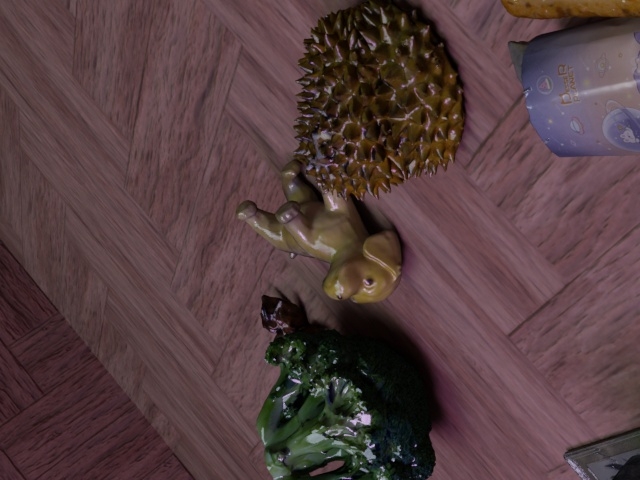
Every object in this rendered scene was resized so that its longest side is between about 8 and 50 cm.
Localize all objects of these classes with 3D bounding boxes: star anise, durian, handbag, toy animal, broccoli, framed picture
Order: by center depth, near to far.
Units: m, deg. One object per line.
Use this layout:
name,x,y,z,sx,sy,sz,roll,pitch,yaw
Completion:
handbag,0.243,-0.127,0.856,0.173,0.095,0.117,0,117,49
durian,0.049,-0.136,1.112,0.183,0.138,0.249,44,147,36
framed picture,0.389,0.289,1.191,0.173,0.010,0.231,50,153,6
toy animal,0.000,-0.007,1.361,0.233,0.121,0.168,25,153,48
broccoli,0.036,0.254,1.480,0.265,0.245,0.294,64,-178,-61
star anise,-0.042,0.152,1.677,0.168,0.057,0.167,29,136,32

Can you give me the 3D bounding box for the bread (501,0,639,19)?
bread,0.216,-0.223,0.782,0.211,0.083,0.114,18,142,49

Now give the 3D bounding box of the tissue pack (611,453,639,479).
tissue pack,0.329,0.353,1.002,0.228,0.316,0.103,7,126,46
